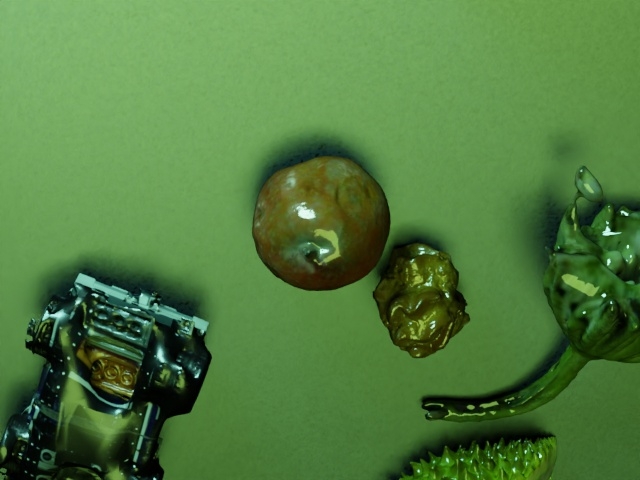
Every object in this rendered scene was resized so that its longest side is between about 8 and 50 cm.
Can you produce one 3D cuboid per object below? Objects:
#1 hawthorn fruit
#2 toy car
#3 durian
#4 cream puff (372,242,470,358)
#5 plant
[{"bbox_3d":[-0.008,0.000,1.794,0.149,0.189,0.149,13,134,14],"label":"hawthorn fruit"},{"bbox_3d":[-0.243,0.188,1.882,0.193,0.118,0.301,20,111,-4],"label":"toy car"},{"bbox_3d":[0.135,0.366,1.976,0.169,0.157,0.355,24,110,-32],"label":"durian"},{"bbox_3d":[0.112,0.064,1.869,0.094,0.122,0.116,-28,152,15],"label":"cream puff"},{"bbox_3d":[0.291,0.086,1.917,0.251,0.180,0.333,18,144,-19],"label":"plant"}]
